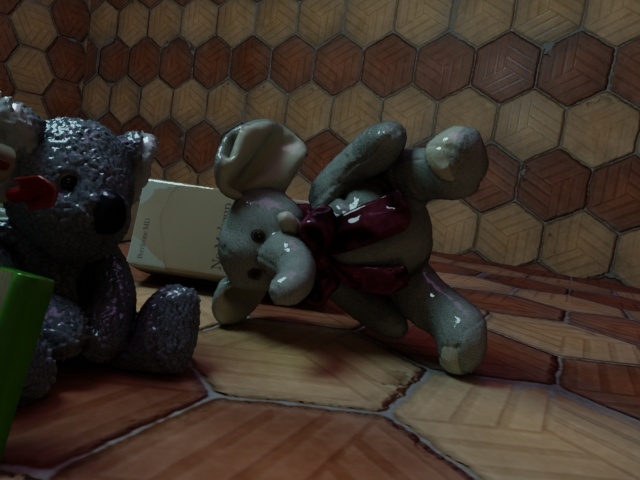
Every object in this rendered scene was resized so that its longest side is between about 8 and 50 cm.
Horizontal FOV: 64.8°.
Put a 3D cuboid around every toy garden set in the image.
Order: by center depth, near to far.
[{"bbox_3d":[-0.274,0.005,0.327,0.245,0.203,0.049,10,-8,25],"label":"toy garden set"}]

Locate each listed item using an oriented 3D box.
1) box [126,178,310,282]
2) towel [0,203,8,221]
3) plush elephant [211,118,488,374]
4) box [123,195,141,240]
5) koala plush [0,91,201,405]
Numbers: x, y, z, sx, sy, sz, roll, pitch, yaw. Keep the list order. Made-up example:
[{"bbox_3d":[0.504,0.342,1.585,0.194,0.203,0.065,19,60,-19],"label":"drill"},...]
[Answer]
[{"bbox_3d":[-0.129,0.002,0.815,0.312,0.147,0.121,7,-11,-1],"label":"box"},{"bbox_3d":[-0.739,-0.100,1.379,0.375,0.090,0.320,6,6,-22],"label":"towel"},{"bbox_3d":[0.000,0.000,0.586,0.256,0.271,0.330,-16,27,-25],"label":"plush elephant"},{"bbox_3d":[-0.490,-0.056,1.173,0.094,0.113,0.275,9,4,11],"label":"box"},{"bbox_3d":[-0.226,-0.005,0.441,0.203,0.221,0.196,12,7,38],"label":"koala plush"}]
